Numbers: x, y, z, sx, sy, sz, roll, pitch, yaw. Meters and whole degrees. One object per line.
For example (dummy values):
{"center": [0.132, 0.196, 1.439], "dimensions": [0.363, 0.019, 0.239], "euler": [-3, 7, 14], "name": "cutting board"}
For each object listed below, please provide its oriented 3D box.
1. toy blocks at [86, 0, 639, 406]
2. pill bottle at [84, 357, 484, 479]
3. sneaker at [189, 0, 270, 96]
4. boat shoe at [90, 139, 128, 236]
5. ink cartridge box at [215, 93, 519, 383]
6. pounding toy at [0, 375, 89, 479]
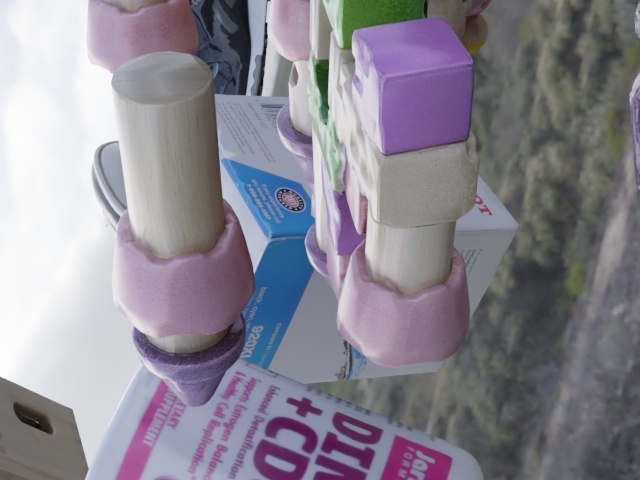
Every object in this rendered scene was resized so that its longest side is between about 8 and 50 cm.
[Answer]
{"center": [0.037, -0.049, 0.701], "dimensions": [0.288, 0.309, 0.260], "euler": [-106, 12, -49], "name": "toy blocks"}
{"center": [0.004, 0.180, 0.805], "dimensions": [0.160, 0.283, 0.160], "euler": [21, -90, -86], "name": "pill bottle"}
{"center": [-0.118, -0.222, 1.347], "dimensions": [0.107, 0.124, 0.283], "euler": [120, 155, -73], "name": "sneaker"}
{"center": [-0.135, 0.024, 1.287], "dimensions": [0.112, 0.335, 0.095], "euler": [-13, -45, -39], "name": "boat shoe"}
{"center": [0.000, 0.000, 1.042], "dimensions": [0.171, 0.233, 0.168], "euler": [59, 137, 39], "name": "ink cartridge box"}
{"center": [-0.295, 0.206, 1.058], "dimensions": [0.181, 0.206, 0.094], "euler": [40, -158, -55], "name": "pounding toy"}
